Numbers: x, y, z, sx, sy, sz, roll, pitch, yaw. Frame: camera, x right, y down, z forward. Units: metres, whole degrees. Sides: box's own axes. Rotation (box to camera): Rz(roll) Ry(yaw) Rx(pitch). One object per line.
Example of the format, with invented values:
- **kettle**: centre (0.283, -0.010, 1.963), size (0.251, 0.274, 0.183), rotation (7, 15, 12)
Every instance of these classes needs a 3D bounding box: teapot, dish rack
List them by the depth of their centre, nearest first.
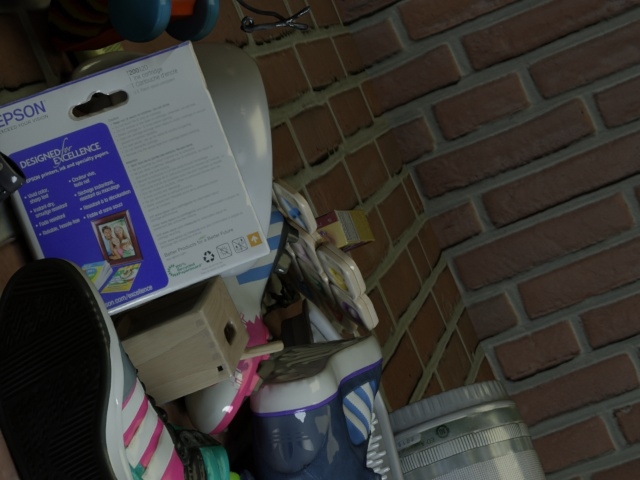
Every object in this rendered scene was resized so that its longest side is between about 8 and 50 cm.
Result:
- **teapot**: centre (-0.159, -0.080, 1.765), size (0.256, 0.187, 0.253), rotation (164, -76, -77)
- **dish rack**: centre (0.030, 0.263, 2.202), size (0.285, 0.072, 0.333), rotation (52, 21, -50)

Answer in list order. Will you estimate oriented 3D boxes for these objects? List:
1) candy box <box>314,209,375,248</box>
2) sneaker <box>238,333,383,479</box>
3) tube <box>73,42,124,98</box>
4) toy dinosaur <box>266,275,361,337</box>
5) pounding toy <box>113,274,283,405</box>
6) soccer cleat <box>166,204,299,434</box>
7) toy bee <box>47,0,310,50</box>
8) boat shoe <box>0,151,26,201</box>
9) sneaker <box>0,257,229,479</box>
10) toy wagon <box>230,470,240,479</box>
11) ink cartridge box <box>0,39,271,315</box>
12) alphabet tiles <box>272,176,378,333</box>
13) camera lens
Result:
- **candy box**: centre (0.000, 0.000, 2.436), size (0.186, 0.109, 0.053), rotation (-1, 69, -76)
- **sneaker**: centre (0.008, 0.240, 1.969), size (0.323, 0.130, 0.236), rotation (-30, 109, -76)
- **tube**: centre (-0.216, -0.162, 1.939), size (0.240, 0.062, 0.070), rotation (60, -24, -15)
- **toy dinosaur**: centre (-0.036, 0.026, 2.287), size (0.268, 0.064, 0.118), rotation (58, 33, 6)
- **pounding toy**: centre (-0.120, 0.103, 1.699), size (0.141, 0.130, 0.100), rotation (-67, 134, -73)
- **soccer cleat**: centre (-0.120, 0.064, 1.876), size (0.143, 0.116, 0.331), rotation (29, 37, -14)
- **toy bee**: centre (-0.144, -0.276, 1.779), size (0.195, 0.298, 0.162), rotation (-15, 102, -74)
- **boat shoe**: centre (-0.298, -0.124, 1.484), size (0.075, 0.065, 0.206), rotation (15, 54, -74)
- **sneaker**: centre (-0.159, 0.153, 1.454), size (0.178, 0.123, 0.296), rotation (-11, 87, -72)
- **toy wagon**: centre (-0.052, 0.365, 1.622), size (0.344, 0.068, 0.267), rotation (42, 37, -61)
- **ink cartridge box**: centre (-0.173, -0.049, 1.601), size (0.208, 0.206, 0.045), rotation (70, -21, -2)
- **alphabet tiles**: centre (-0.046, -0.005, 2.079), size (0.284, 0.021, 0.278), rotation (37, -18, 32)
- **camera lens**: centre (0.199, 0.350, 2.419), size (0.219, 0.219, 0.274), rotation (27, 42, -72)
